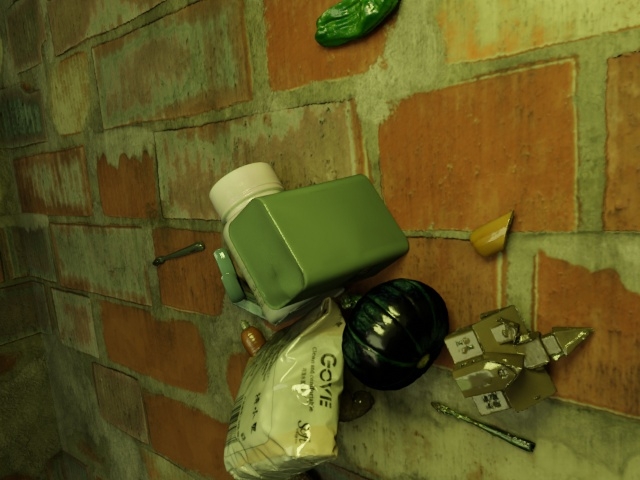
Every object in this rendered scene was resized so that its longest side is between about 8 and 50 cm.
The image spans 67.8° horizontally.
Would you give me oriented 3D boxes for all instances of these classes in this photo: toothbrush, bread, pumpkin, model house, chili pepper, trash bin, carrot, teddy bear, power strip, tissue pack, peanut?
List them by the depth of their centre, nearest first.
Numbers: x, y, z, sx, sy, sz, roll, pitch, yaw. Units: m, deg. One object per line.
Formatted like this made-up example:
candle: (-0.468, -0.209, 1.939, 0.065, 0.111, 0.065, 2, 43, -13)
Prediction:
model house: (0.383, 0.213, 0.893, 0.248, 0.176, 0.180, -29, 80, 23)
bread: (0.344, -0.009, 0.927, 0.103, 0.049, 0.062, -33, 79, 41)
pumpkin: (0.138, 0.180, 1.019, 0.248, 0.248, 0.247, 10, 106, 38)
chili pepper: (0.077, -0.487, 1.019, 0.257, 0.074, 0.100, -13, 92, 41)
trash bin: (0.000, 0.000, 1.021, 0.158, 0.344, 0.222, -41, 74, 40)
tissue pack: (-0.079, 0.352, 1.107, 0.390, 0.195, 0.375, -44, 32, 47)
teddy bear: (0.019, 0.410, 1.240, 0.177, 0.140, 0.190, 49, 146, 0)
peanut: (-0.222, 0.055, 1.394, 0.076, 0.076, 0.152, -27, 85, 40)
power strip: (-0.266, 0.107, 1.401, 0.216, 0.044, 0.137, -132, 20, -63)
carrot: (-0.154, 0.384, 1.427, 0.069, 0.069, 0.335, -33, 85, 39)
toothbrush: (-0.492, 0.048, 1.642, 0.297, 0.030, 0.030, -17, 115, 39)

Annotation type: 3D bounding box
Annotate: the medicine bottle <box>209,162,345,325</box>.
medicine bottle: (-0.115, 0.009, 1.201, 0.214, 0.214, 0.378, -39, 75, 38)

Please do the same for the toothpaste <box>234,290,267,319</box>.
toothpaste: (-0.194, 0.193, 1.417, 0.164, 0.046, 0.034, 17, 113, 36)

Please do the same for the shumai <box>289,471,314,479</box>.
shumai: (-0.100, 0.757, 1.387, 0.161, 0.153, 0.209, -33, 83, 47)

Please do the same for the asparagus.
asparagus: (0.345, 0.401, 1.040, 0.233, 0.023, 0.022, 15, 65, 36)
